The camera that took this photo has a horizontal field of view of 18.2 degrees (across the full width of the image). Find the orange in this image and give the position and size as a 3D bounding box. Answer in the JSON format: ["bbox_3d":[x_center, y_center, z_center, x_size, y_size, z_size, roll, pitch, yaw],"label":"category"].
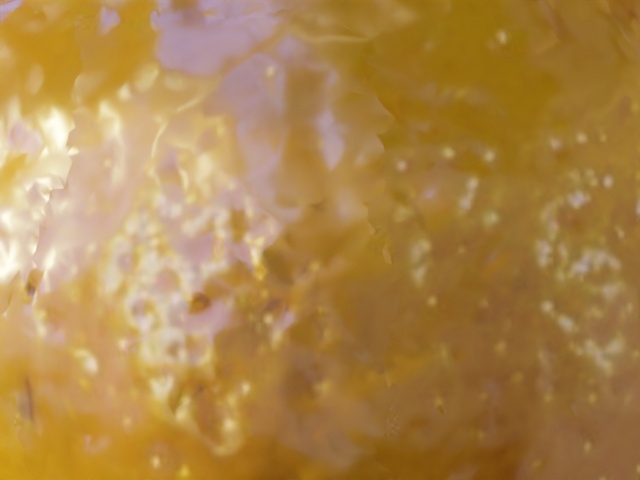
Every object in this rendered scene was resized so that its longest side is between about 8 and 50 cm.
[{"bbox_3d":[0.000,0.000,0.727,0.340,0.340,0.293,-114,13,-72],"label":"orange"}]
